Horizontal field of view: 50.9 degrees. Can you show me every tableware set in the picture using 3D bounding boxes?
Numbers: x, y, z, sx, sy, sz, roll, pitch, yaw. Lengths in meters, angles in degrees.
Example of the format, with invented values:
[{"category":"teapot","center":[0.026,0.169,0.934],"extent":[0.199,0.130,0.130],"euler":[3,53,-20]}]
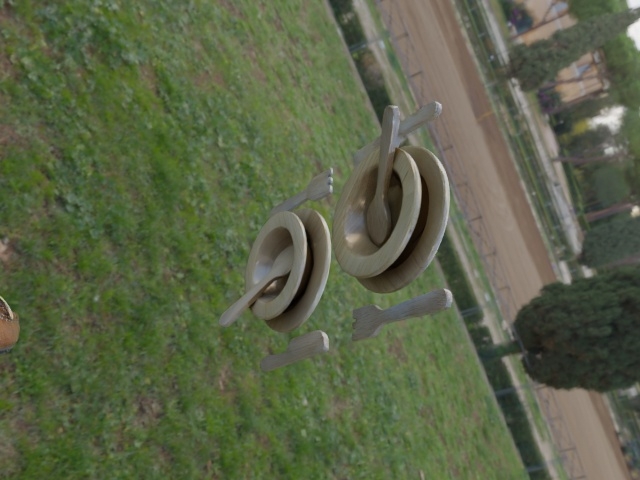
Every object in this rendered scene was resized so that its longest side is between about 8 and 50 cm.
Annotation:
[{"category":"tableware set","center":[0.000,0.000,0.416],"extent":[0.039,0.194,0.128],"euler":[16,63,-31]}]

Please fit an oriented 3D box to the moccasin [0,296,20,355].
[{"category":"moccasin","center":[-0.552,0.100,0.999],"extent":[0.380,0.139,0.147],"euler":[81,10,-80]}]
